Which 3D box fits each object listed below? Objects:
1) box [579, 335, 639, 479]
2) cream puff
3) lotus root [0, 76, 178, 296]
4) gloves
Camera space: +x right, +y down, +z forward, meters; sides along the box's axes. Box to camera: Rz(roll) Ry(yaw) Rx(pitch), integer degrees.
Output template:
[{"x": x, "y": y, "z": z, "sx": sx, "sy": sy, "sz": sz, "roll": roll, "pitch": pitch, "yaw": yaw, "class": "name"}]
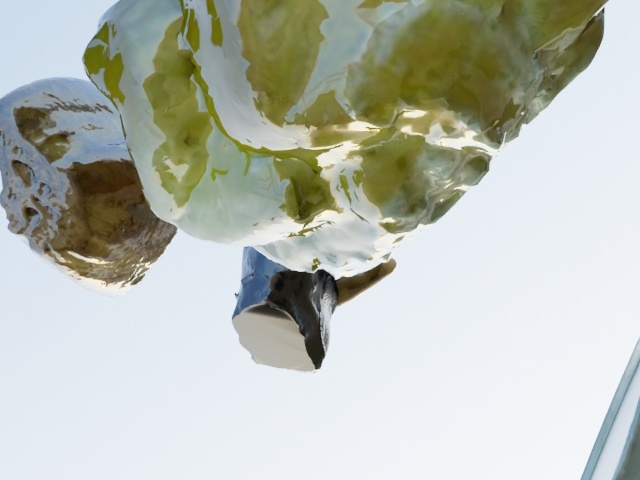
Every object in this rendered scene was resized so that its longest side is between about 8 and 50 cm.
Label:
[{"x": 0.155, "y": 0.151, "z": 0.471, "sx": 0.226, "sy": 0.149, "sz": 0.226, "roll": 20, "pitch": -90, "yaw": -78, "class": "box"}, {"x": -0.009, "y": -0.174, "z": 0.732, "sx": 0.275, "sy": 0.378, "sz": 0.378, "roll": 32, "pitch": -101, "yaw": -16, "class": "cream puff"}, {"x": -0.152, "y": -0.041, "z": 0.891, "sx": 0.135, "sy": 0.095, "sz": 0.159, "roll": -3, "pitch": -95, "yaw": -68, "class": "lotus root"}, {"x": -0.008, "y": 0.003, "z": 1.542, "sx": 0.301, "sy": 0.152, "sz": 0.197, "roll": -48, "pitch": -45, "yaw": -29, "class": "gloves"}]
